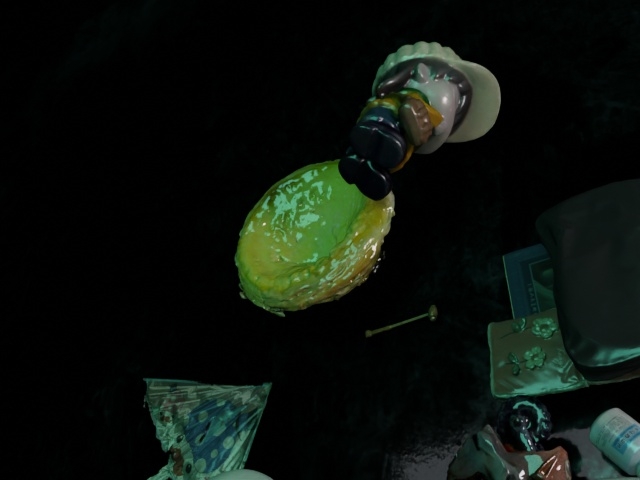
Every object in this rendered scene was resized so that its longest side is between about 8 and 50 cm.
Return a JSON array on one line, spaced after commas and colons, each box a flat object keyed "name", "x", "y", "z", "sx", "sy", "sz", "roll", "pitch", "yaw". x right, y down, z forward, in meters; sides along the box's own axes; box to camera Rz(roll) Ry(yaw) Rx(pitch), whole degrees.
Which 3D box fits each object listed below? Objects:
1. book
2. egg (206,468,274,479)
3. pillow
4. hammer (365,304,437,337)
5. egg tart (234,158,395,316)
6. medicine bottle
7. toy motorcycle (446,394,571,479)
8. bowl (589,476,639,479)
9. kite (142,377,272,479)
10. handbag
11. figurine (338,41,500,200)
[{"name": "book", "x": 0.380, "y": 0.057, "z": 0.948, "sx": 0.269, "sy": 0.025, "sz": 0.191, "roll": -20, "pitch": 48, "yaw": 25}, {"name": "egg", "x": -0.120, "y": 0.424, "z": 0.922, "sx": 0.182, "sy": 0.183, "sz": 0.264, "roll": 1, "pitch": 64, "yaw": 38}, {"name": "pillow", "x": 0.318, "y": 0.126, "z": 0.891, "sx": 0.232, "sy": 0.043, "sz": 0.126, "roll": -18, "pitch": 45, "yaw": 26}, {"name": "hammer", "x": 0.121, "y": 0.126, "z": 1.106, "sx": 0.122, "sy": 0.014, "sz": 0.029, "roll": -22, "pitch": 37, "yaw": 26}, {"name": "egg tart", "x": 0.000, "y": 0.000, "z": 1.224, "sx": 0.314, "sy": 0.120, "sz": 0.315, "roll": -20, "pitch": 46, "yaw": 22}, {"name": "medicine bottle", "x": 0.347, "y": 0.231, "z": 0.811, "sx": 0.052, "sy": 0.052, "sz": 0.089, "roll": -46, "pitch": 42, "yaw": -2}, {"name": "toy motorcycle", "x": 0.206, "y": 0.286, "z": 0.852, "sx": 0.212, "sy": 0.084, "sz": 0.118, "roll": -52, "pitch": 53, "yaw": 11}, {"name": "bowl", "x": 0.240, "y": 0.328, "z": 0.590, "sx": 0.434, "sy": 0.196, "sz": 0.435, "roll": -26, "pitch": 19, "yaw": 10}, {"name": "kite", "x": -0.216, "y": 0.346, "z": 1.187, "sx": 0.368, "sy": 0.014, "sz": 0.406, "roll": -40, "pitch": 42, "yaw": 5}, {"name": "handbag", "x": 0.368, "y": 0.029, "z": 0.867, "sx": 0.191, "sy": 0.075, "sz": 0.332, "roll": -19, "pitch": 30, "yaw": 19}, {"name": "figurine", "x": 0.131, "y": -0.207, "z": 1.180, "sx": 0.204, "sy": 0.185, "sz": 0.332, "roll": 42, "pitch": 45, "yaw": 21}]
